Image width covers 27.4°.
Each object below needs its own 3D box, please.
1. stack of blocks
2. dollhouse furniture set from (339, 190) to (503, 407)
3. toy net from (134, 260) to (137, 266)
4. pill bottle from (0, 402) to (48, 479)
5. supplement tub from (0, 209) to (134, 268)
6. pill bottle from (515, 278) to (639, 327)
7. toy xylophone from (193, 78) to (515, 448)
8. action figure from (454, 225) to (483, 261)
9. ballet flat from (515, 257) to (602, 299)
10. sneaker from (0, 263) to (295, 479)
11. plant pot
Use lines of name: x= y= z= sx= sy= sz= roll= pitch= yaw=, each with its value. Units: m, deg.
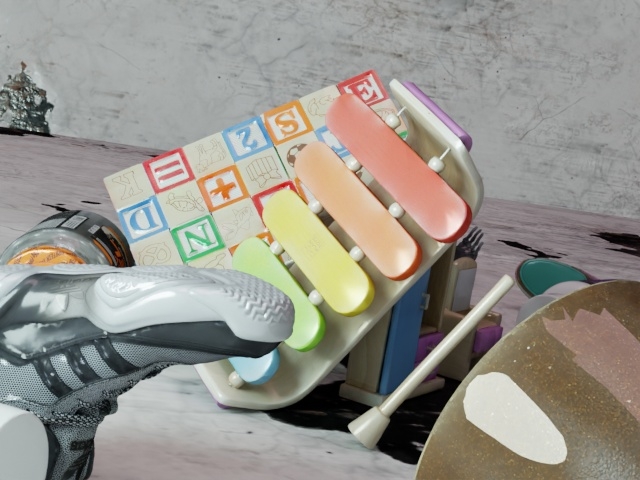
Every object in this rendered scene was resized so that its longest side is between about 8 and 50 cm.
stack of blocks: x=-0.043 y=-0.032 z=1.304 sx=0.297 sy=0.171 sz=0.087 roll=-23 pitch=-28 yaw=-6
dollhouse furniture set: x=0.218 y=0.079 z=1.243 sx=0.303 sy=0.198 sz=0.286 roll=15 pitch=10 yaw=29
toy net: x=-0.156 y=0.017 z=1.485 sx=0.045 sy=0.122 sz=0.232 roll=47 pitch=28 yaw=11
pill bottle: x=-0.256 y=0.115 z=0.742 sx=0.187 sy=0.112 sz=0.112 roll=12 pitch=9 yaw=18
supplement tub: x=-0.246 y=0.038 z=1.253 sx=0.117 sy=0.117 sz=0.190 roll=10 pitch=9 yaw=-2
pill bottle: x=0.312 y=0.099 z=1.523 sx=0.108 sy=0.108 sz=0.193 roll=17 pitch=11 yaw=40
toy xylophone: x=0.027 y=0.026 z=1.126 sx=0.081 sy=0.322 sz=0.236 roll=33 pitch=5 yaw=-47
action figure: x=0.107 y=-0.018 z=1.980 sx=0.276 sy=0.140 sz=0.164 roll=5 pitch=21 yaw=-40
ballet flat: x=0.382 y=0.083 z=1.884 sx=0.222 sy=0.076 sz=0.079 roll=15 pitch=-10 yaw=2
sneaker: x=-0.140 y=0.094 z=0.847 sx=0.269 sy=0.153 sz=0.101 roll=0 pitch=4 yaw=21
plant pot: x=0.200 y=0.170 z=0.699 sx=0.215 sy=0.215 sz=0.230 roll=3 pitch=25 yaw=-38
